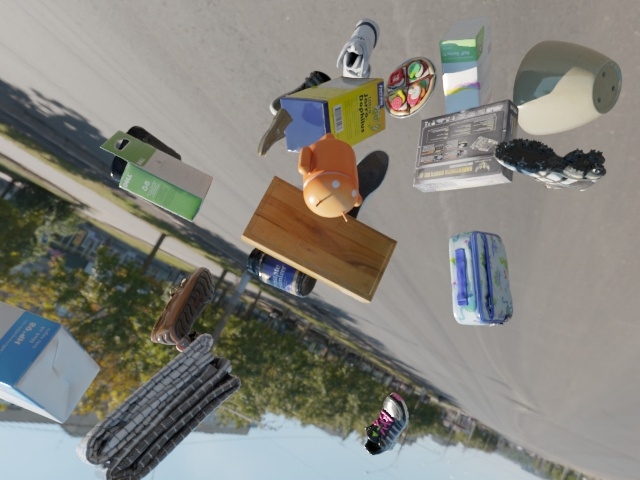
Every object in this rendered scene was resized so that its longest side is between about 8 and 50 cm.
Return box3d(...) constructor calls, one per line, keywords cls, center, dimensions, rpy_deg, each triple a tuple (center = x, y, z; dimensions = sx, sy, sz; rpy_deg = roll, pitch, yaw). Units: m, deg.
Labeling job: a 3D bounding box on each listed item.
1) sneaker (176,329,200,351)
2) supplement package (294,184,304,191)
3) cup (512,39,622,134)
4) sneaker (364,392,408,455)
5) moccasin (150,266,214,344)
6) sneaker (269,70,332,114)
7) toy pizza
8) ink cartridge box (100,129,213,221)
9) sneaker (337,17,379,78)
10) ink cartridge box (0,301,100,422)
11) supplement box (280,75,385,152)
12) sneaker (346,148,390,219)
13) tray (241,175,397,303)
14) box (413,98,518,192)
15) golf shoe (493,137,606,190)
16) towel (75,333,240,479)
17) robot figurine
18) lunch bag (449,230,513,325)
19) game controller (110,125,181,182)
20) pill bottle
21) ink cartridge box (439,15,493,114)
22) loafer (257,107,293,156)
box3d(cls="sneaker", center=(-0.419, 0.331, 1.563), dimensions=(0.061, 0.064, 0.158), rpy_deg=(29, -177, 7))
box3d(cls="supplement package", center=(-0.045, -0.097, 1.773), dimensions=(0.150, 0.193, 0.203), rpy_deg=(-3, 176, 12))
box3d(cls="cup", center=(0.874, -0.526, 1.618), dimensions=(0.331, 0.330, 0.237), rpy_deg=(35, 174, -34))
box3d(cls="sneaker", center=(0.141, 0.416, 1.041), dimensions=(0.075, 0.170, 0.063), rpy_deg=(-10, -145, -38))
box3d(cls="moccasin", center=(-0.509, 0.237, 1.753), dimensions=(0.147, 0.379, 0.139), rpy_deg=(-8, 128, 19))
box3d(cls="sneaker", center=(-0.069, -0.569, 1.795), dimensions=(0.104, 0.296, 0.147), rpy_deg=(50, 140, 6))
box3d(cls="toy pizza", center=(0.275, -0.488, 1.481), dimensions=(0.032, 0.201, 0.201), rpy_deg=(15, 178, -44))
box3d(cls="ink cartridge box", center=(-0.331, -0.131, 0.943), dimensions=(0.209, 0.062, 0.109), rpy_deg=(27, -153, -16))
box3d(cls="sneaker", center=(0.147, -0.772, 2.077), dimensions=(0.138, 0.210, 0.365), rpy_deg=(25, 147, 5))
box3d(cls="ink cartridge box", center=(-0.308, 0.092, 0.420), dimensions=(0.180, 0.060, 0.104), rpy_deg=(18, 145, 8))
box3d(cls="supplement box", center=(0.056, -0.452, 1.683), dimensions=(0.194, 0.357, 0.195), rpy_deg=(18, 128, 37))
box3d(cls="sneaker", center=(0.132, -0.175, 1.540), dimensions=(0.106, 0.290, 0.123), rpy_deg=(32, -160, 1))
box3d(cls="tray", center=(0.000, 0.000, 1.366), dimensions=(0.411, 0.202, 0.076), rpy_deg=(28, 165, -7))
box3d(cls="box", center=(0.341, -0.218, 1.114), dimensions=(0.231, 0.182, 0.056), rpy_deg=(-3, 163, 45))
box3d(cls="golf shoe", center=(0.430, -0.135, 0.901), dimensions=(0.198, 0.077, 0.093), rpy_deg=(17, 155, 17))
box3d(cls="towel", center=(-0.300, 0.321, 0.877), dimensions=(0.121, 0.284, 0.235), rpy_deg=(49, 145, -1))
box3d(cls="robot figurine", center=(0.025, -0.144, 1.075), dimensions=(0.128, 0.219, 0.158), rpy_deg=(-6, 143, 7))
box3d(cls="lunch bag", center=(0.372, 0.089, 1.093), dimensions=(0.090, 0.218, 0.176), rpy_deg=(-12, 163, 43))
box3d(cls="game controller", center=(-0.515, -0.225, 1.409), dimensions=(0.067, 0.166, 0.319), rpy_deg=(32, 178, 9))
box3d(cls="pill bottle", center=(-0.126, 0.095, 1.532), dimensions=(0.220, 0.122, 0.123), rpy_deg=(18, 165, 25))
box3d(cls="ink cartridge box", center=(0.498, -0.533, 1.575), dimensions=(0.119, 0.207, 0.353), rpy_deg=(8, 134, 30))
box3d(cls="loafer", center=(-0.123, -0.290, 1.287), dimensions=(0.050, 0.147, 0.056), rpy_deg=(28, -170, -22))
